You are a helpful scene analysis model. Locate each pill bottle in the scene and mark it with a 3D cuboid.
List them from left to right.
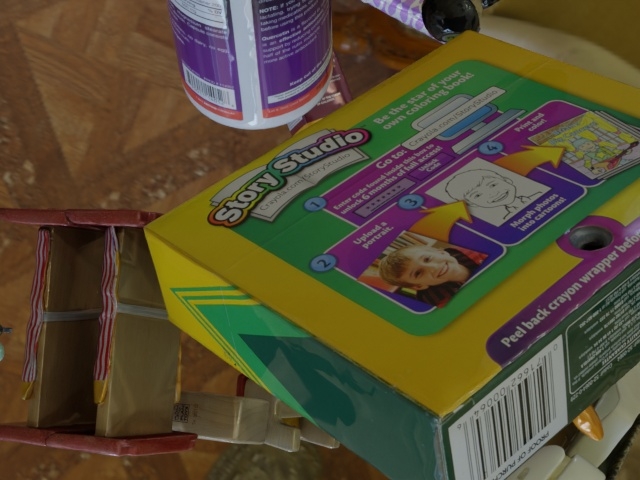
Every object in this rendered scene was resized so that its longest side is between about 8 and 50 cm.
[{"bbox_3d":[-0.079,-0.280,1.274,0.181,0.181,0.323,-40,154,-22],"label":"pill bottle"}]

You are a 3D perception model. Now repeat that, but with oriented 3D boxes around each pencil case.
[{"bbox_3d":[0.164,-0.388,1.927,0.088,0.206,0.086,-65,171,18],"label":"pencil case"}]

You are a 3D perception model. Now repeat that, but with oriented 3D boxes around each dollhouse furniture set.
[{"bbox_3d":[-0.126,0.092,1.112,0.374,0.152,0.201,14,79,-60],"label":"dollhouse furniture set"}]

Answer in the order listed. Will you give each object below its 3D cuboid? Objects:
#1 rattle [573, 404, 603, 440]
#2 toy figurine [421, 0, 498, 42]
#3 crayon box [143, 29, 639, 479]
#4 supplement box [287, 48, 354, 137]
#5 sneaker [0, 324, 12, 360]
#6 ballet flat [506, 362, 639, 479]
[{"bbox_3d":[0.140,0.136,1.102,0.200,0.130,0.142,-16,96,-11],"label":"rattle"},{"bbox_3d":[0.099,-0.311,1.086,0.148,0.209,0.213,-46,158,-27],"label":"toy figurine"},{"bbox_3d":[0.105,-0.005,0.890,0.363,0.313,0.106,-33,131,-27],"label":"crayon box"},{"bbox_3d":[-0.025,-0.245,1.683,0.081,0.104,0.188,-21,89,-14],"label":"supplement box"},{"bbox_3d":[-0.349,0.100,1.248,0.069,0.098,0.038,1,110,-55],"label":"sneaker"},{"bbox_3d":[0.291,0.245,1.381,0.164,0.182,0.483,46,50,-3],"label":"ballet flat"}]
